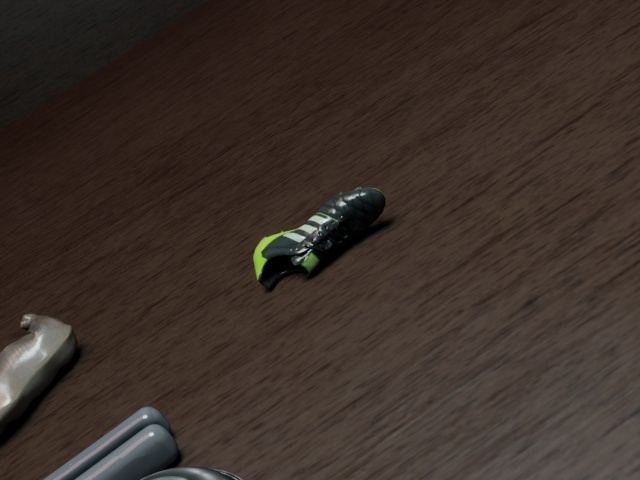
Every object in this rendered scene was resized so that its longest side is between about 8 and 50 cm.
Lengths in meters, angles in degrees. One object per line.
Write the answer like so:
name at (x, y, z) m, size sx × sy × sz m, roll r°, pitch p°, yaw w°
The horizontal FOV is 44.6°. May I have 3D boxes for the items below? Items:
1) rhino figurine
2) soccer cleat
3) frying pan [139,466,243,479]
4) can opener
rhino figurine at (-0.394, 0.188, 0.968) m, size 0.106 × 0.073 × 0.243 m, roll -9°, pitch 37°, yaw 40°
soccer cleat at (0.000, 0.000, 0.908) m, size 0.179 × 0.060 × 0.072 m, roll -28°, pitch 37°, yaw 19°
frying pan at (-0.198, 0.286, 0.653) m, size 0.326 × 0.053 × 0.197 m, roll -22°, pitch 29°, yaw 11°
can opener at (-0.268, 0.251, 0.735) m, size 0.280 × 0.093 × 0.074 m, roll -31°, pitch 27°, yaw -10°
